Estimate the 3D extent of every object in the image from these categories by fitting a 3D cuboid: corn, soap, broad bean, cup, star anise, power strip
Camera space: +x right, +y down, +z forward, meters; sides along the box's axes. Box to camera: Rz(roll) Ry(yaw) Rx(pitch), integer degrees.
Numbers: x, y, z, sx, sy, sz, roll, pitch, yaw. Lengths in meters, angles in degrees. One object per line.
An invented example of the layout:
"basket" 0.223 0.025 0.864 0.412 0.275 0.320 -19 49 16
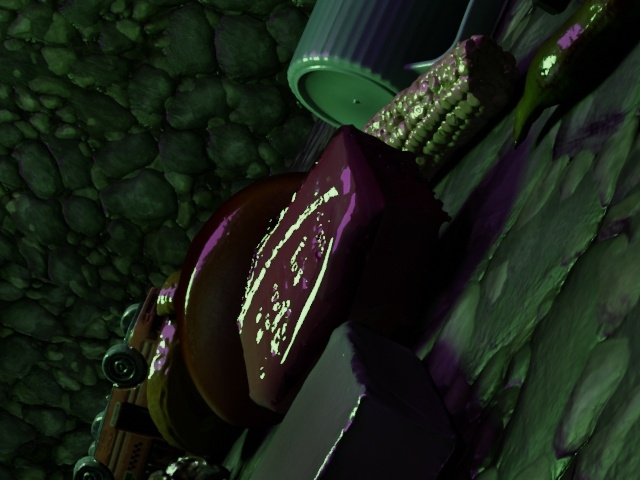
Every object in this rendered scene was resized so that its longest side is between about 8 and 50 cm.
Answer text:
"corn" 0.148 -0.163 1.553 0.335 0.127 0.126 -45 18 59
"soap" -0.001 0.242 1.127 0.296 0.107 0.285 -60 8 9
"broad bean" 0.264 -0.204 1.134 0.339 0.061 0.077 -53 4 45
"cup" 0.142 -0.336 1.909 0.311 0.331 0.257 -66 -25 -18
"soap" 0.014 0.050 1.386 0.325 0.127 0.220 -57 32 34
"star anise" -0.262 0.431 1.931 0.223 0.109 0.236 -40 -14 -54
"power strip" 0.298 -0.329 1.448 0.111 0.038 0.029 -61 7 -7

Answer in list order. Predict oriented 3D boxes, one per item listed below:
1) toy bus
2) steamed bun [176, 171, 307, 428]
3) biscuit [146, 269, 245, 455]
"toy bus" -0.297 0.317 2.167 0.203 0.233 0.427 -83 11 -68
"steamed bun" -0.078 0.065 1.722 0.379 0.248 0.235 -61 9 4
"biscuit" -0.152 0.154 1.939 0.350 0.070 0.394 48 -123 -56
